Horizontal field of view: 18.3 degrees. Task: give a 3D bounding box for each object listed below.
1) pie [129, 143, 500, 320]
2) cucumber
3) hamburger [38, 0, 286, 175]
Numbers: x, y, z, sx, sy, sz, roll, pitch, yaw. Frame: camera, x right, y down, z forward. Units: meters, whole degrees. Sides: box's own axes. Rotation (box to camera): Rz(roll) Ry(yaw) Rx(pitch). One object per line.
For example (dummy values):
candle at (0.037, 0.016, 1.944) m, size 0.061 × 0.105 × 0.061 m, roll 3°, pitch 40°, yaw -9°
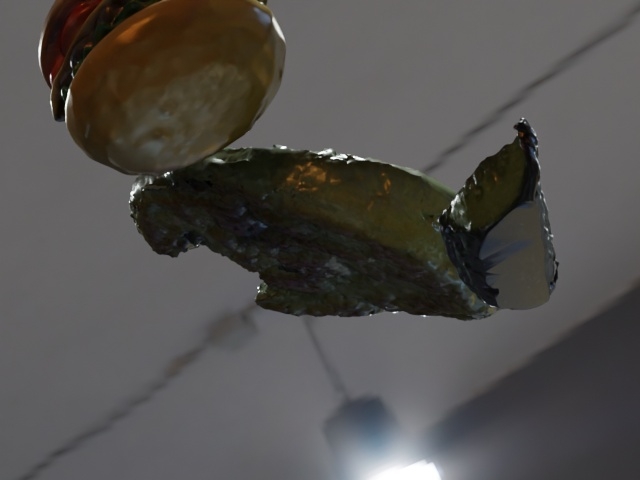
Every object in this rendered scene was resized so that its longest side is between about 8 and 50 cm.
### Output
pie at (0.006, 0.000, 1.483) m, size 0.303 × 0.066 × 0.302 m, roll 16°, pitch -16°, yaw 5°
cucumber at (0.111, -0.004, 1.226) m, size 0.070 × 0.046 × 0.220 m, roll -21°, pitch -25°, yaw 2°
hamburger at (-0.103, -0.120, 1.306) m, size 0.162 × 0.115 × 0.162 m, roll -21°, pitch -35°, yaw -15°
